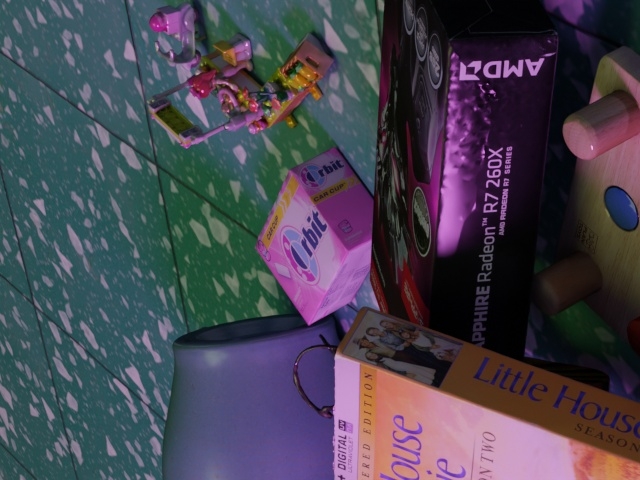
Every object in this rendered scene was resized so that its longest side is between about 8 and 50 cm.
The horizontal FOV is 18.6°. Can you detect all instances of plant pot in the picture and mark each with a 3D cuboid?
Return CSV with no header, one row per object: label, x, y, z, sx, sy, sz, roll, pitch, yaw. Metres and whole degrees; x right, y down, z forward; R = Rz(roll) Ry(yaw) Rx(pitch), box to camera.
plant pot,-0.054,0.218,2.156,0.272,0.272,0.255,2,101,61

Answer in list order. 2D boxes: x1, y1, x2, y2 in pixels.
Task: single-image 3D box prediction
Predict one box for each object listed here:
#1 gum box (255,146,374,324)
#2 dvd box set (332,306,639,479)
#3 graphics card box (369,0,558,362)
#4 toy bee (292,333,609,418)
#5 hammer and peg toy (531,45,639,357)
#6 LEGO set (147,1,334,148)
gum box,0.000,0.000,2.040,0.107,0.062,0.188,55,153,16
dvd box set,0.210,0.232,1.535,0.420,0.062,0.307,20,140,17
graphics card box,0.110,-0.055,1.599,0.233,0.094,0.371,-106,16,-55
toy bee,0.153,0.121,1.821,0.298,0.162,0.195,30,110,28
hammer and peg toy,0.274,0.049,1.511,0.266,0.127,0.361,46,150,29
LEGO set,-0.096,-0.155,2.015,0.287,0.107,0.132,24,135,52
